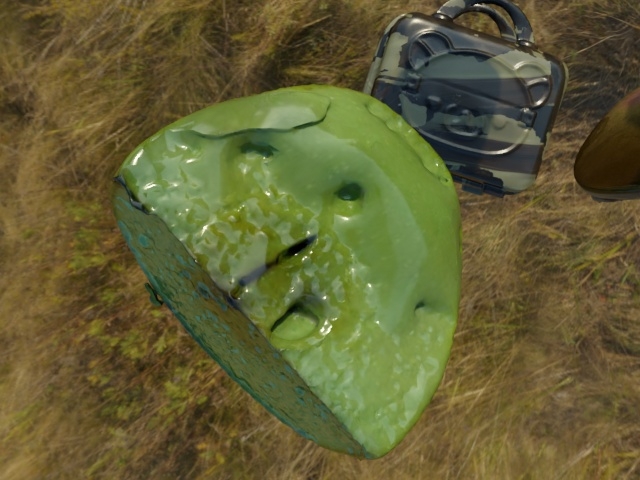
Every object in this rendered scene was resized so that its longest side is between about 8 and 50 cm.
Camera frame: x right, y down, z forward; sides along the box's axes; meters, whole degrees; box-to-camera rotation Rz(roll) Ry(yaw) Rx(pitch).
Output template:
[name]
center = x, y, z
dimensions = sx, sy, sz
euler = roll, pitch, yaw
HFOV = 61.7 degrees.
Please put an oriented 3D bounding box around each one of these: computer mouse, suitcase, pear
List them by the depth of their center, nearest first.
[computer mouse]
center = 0.385, -0.138, 0.534
dimensions = 0.071, 0.310, 0.158
euler = 60, 159, -14
[pear]
center = 0.000, 0.000, 0.568
dimensions = 0.342, 0.318, 0.238
euler = 50, 155, -7
[suitcase]
center = 0.260, -0.272, 0.989
dimensions = 0.352, 0.194, 0.338
euler = 16, 95, -3
